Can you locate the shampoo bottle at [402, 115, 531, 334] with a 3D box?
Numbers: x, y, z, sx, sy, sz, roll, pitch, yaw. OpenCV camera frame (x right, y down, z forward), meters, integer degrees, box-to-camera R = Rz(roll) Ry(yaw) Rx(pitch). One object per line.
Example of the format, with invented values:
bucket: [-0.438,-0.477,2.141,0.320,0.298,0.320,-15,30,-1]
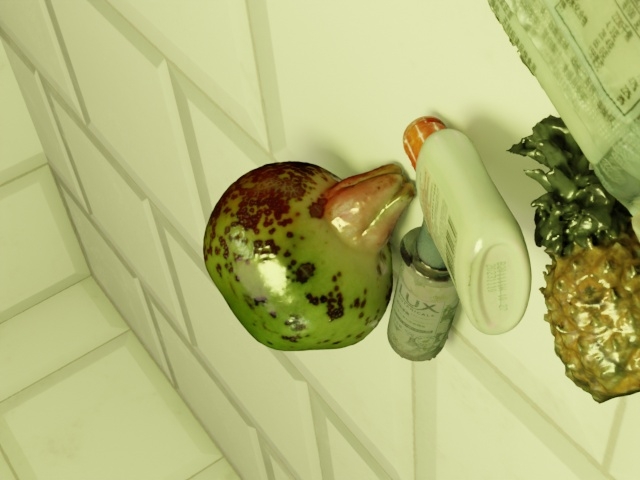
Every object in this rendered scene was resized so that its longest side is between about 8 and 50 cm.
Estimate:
shampoo bottle: [0.107,-0.030,0.745,0.221,0.051,0.108,-104,2,-55]

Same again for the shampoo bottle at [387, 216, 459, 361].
shampoo bottle: [0.106,0.043,0.932,0.072,0.072,0.214,50,157,26]

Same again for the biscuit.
biscuit: [0.148,-0.151,0.532,0.309,0.079,0.186,60,165,18]

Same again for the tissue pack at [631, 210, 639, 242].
tissue pack: [0.315,0.089,0.275,0.390,0.195,0.376,-24,94,53]

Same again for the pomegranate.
pomegranate: [0.000,0.000,0.990,0.248,0.214,0.214,-39,80,36]

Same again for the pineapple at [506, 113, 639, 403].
pineapple: [0.192,0.006,0.656,0.108,0.108,0.198,147,105,-70]
